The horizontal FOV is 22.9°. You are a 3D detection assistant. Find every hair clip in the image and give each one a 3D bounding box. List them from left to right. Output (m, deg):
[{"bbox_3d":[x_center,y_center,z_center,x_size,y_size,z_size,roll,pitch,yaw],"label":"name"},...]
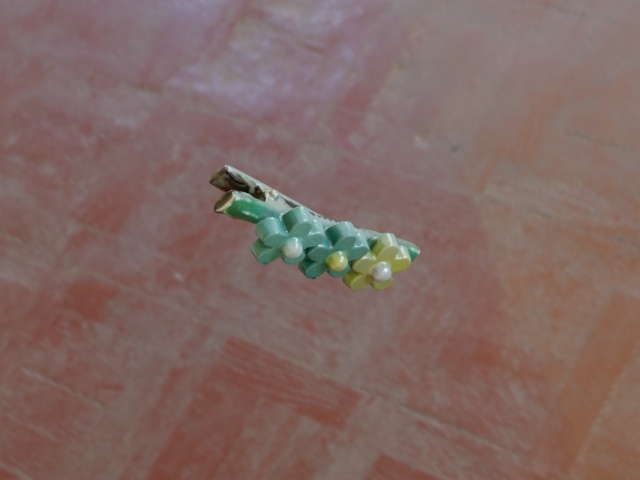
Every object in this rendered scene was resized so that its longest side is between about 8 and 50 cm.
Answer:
[{"bbox_3d":[0.000,0.001,0.956,0.049,0.173,0.049,-20,61,41],"label":"hair clip"}]
